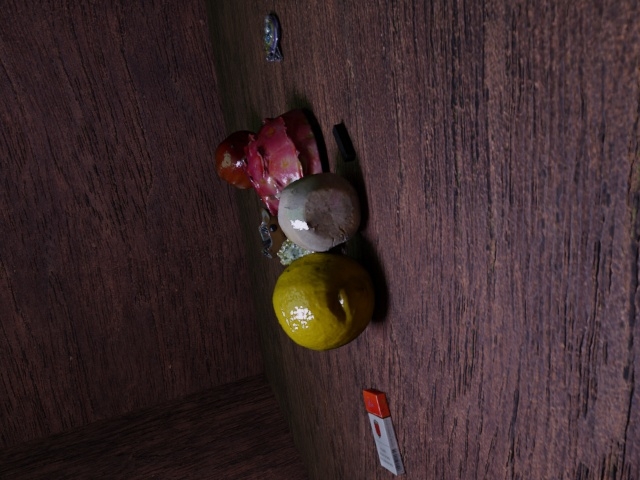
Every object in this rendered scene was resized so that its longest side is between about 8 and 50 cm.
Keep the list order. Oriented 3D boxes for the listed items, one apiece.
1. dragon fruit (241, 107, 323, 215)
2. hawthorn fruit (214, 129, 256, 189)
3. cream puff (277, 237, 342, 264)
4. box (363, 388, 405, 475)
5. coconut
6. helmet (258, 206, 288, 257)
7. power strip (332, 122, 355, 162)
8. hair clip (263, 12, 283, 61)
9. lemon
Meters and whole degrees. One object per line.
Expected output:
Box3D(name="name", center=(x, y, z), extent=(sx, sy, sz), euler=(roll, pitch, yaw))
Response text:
Box3D(name="dragon fruit", center=(-0.128, -0.239, 1.853), extent=(0.371, 0.248, 0.386), euler=(88, 164, -49))
Box3D(name="hawthorn fruit", center=(-0.327, -0.368, 2.473), extent=(0.300, 0.254, 0.254), euler=(-21, 82, 47))
Box3D(name="cream puff", center=(-0.022, 0.013, 1.795), extent=(0.221, 0.194, 0.195), euler=(-50, 54, 58))
Box3D(name="box", center=(0.195, 0.592, 1.737), extent=(0.139, 0.035, 0.246), euler=(153, 103, -74))
Box3D(name="coconut", center=(-0.005, -0.081, 1.552), extent=(0.230, 0.226, 0.227), euler=(-164, 62, -72))
Box3D(name="helmet", center=(-0.191, -0.034, 2.418), extent=(0.198, 0.129, 0.225), euler=(175, 93, -70))
Box3D(name="power strip", center=(0.062, -0.267, 1.517), extent=(0.038, 0.029, 0.111), euler=(108, 146, -62))
Box3D(name="hair clip", center=(-0.164, -0.714, 1.941), extent=(0.116, 0.049, 0.172), euler=(10, 105, 59))
Box3D(name="lemon", center=(0.011, 0.168, 1.572), extent=(0.297, 0.296, 0.297), euler=(167, 90, -75))
